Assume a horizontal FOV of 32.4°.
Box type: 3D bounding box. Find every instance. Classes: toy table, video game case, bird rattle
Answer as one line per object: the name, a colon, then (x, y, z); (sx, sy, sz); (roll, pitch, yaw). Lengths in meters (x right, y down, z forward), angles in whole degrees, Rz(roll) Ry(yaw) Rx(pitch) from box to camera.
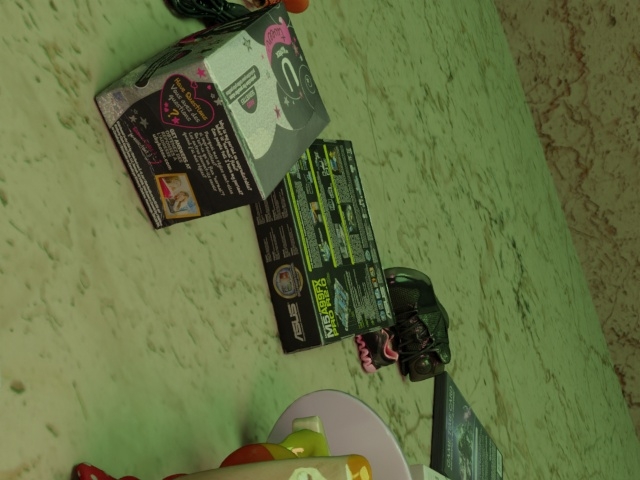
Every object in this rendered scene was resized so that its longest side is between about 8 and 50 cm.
toy table: (0.010, 0.297, 1.129); (0.161, 0.252, 0.274); (24, 45, -82)
video game case: (0.252, 0.376, 1.859); (0.274, 0.026, 0.196); (54, 31, -38)
bird rattle: (-0.071, 0.210, 0.938); (0.253, 0.207, 0.143); (11, 64, -27)

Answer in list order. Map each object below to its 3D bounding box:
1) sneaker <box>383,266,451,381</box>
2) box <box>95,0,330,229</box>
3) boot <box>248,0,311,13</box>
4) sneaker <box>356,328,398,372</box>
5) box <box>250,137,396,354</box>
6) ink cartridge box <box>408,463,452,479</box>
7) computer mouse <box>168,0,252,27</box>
sneaker: (0.145, 0.131, 1.684); (0.227, 0.087, 0.130); (54, 25, -51)
box: (-0.107, -0.145, 1.211); (0.163, 0.142, 0.247); (68, 24, -18)
boot: (-0.069, -0.346, 1.531); (0.158, 0.059, 0.084); (31, 51, -47)
sneaker: (0.076, 0.129, 1.569); (0.119, 0.057, 0.047); (69, 26, -12)
box: (0.000, 0.000, 1.447); (0.216, 0.060, 0.270); (-8, 83, -61)
ink cartridge box: (0.152, 0.392, 1.576); (0.150, 0.063, 0.109); (40, 41, -54)
computer mouse: (-0.133, -0.394, 1.389); (0.188, 0.072, 0.272); (19, 59, -62)
